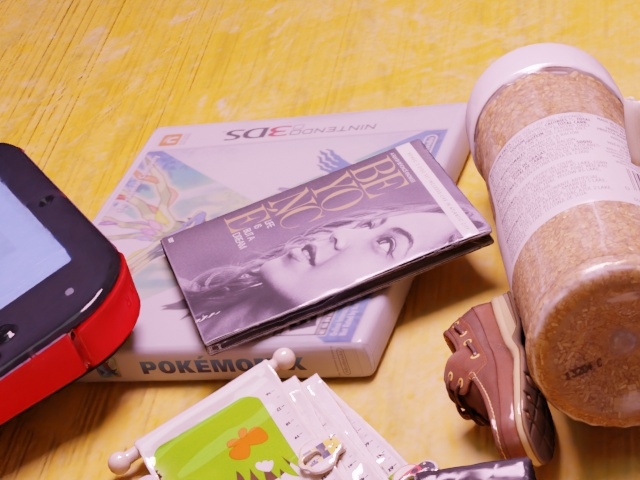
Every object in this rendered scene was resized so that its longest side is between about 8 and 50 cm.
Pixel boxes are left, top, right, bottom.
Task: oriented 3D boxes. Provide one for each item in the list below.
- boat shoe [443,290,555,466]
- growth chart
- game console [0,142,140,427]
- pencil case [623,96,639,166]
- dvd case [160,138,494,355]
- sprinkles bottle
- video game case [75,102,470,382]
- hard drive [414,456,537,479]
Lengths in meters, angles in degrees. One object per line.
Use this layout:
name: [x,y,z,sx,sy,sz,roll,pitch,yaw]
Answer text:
boat shoe: [0.112,0.096,1.156,0.060,0.064,0.178,-20,24,9]
growth chart: [-0.030,0.157,1.157,0.172,0.021,0.237,-37,37,-16]
game console: [-0.333,0.068,1.379,0.342,0.060,0.386,-31,29,-12]
pencil case: [0.344,-0.009,0.955,0.183,0.160,0.410,-5,24,-29]
dvd case: [0.000,0.000,1.332,0.221,0.018,0.164,-21,31,-6]
sprinkles bottle: [0.176,-0.017,1.219,0.121,0.121,0.355,-14,27,5]
video game case: [-0.055,-0.003,1.418,0.300,0.036,0.329,-3,34,23]
hard drive: [0.079,0.283,0.707,0.064,0.237,0.339,-11,33,12]
